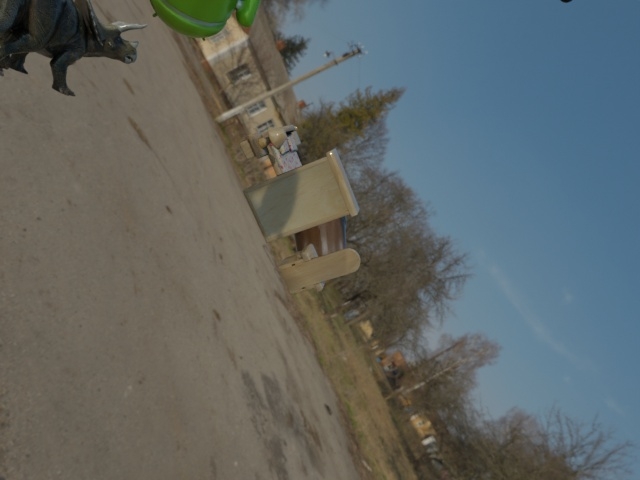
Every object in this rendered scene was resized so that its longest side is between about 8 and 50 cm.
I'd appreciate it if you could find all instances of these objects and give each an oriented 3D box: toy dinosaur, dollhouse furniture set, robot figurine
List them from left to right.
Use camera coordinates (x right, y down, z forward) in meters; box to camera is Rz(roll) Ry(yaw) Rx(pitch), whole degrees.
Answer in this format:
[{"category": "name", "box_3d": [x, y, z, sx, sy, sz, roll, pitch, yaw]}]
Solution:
[{"category": "toy dinosaur", "box_3d": [-0.387, -0.299, 0.553, 0.121, 0.160, 0.313, 28, 9, 1]}, {"category": "robot figurine", "box_3d": [-0.092, -0.208, 0.310, 0.101, 0.115, 0.067, 19, 53, -27]}, {"category": "dollhouse furniture set", "box_3d": [0.003, -0.106, 0.849, 0.355, 0.174, 0.303, -57, 127, -68]}]

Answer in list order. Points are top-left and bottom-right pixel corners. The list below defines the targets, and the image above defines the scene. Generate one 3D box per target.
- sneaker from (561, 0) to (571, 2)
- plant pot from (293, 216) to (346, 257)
[{"category": "sneaker", "box_3d": [0.560, -0.556, 0.856, 0.086, 0.228, 0.132, 31, -31, 4]}, {"category": "plant pot", "box_3d": [0.000, 0.000, 1.083, 0.167, 0.167, 0.165, 63, 19, -61]}]
